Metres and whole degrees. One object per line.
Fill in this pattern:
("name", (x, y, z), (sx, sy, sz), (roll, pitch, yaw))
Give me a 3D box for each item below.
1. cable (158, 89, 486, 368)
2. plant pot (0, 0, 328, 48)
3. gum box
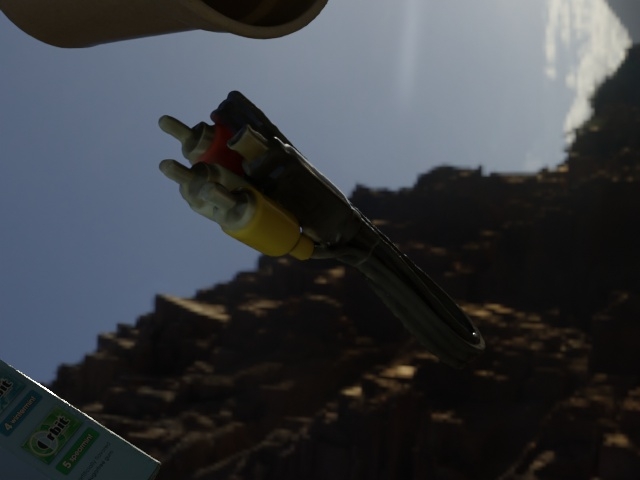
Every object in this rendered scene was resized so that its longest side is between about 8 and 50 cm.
("cable", (0.000, 0.000, 0.802), (0.287, 0.072, 0.139), (42, -169, -38))
("plant pot", (-0.195, -0.345, 1.251), (0.334, 0.306, 0.333), (12, -106, -47))
("gum box", (-0.182, 0.112, 0.584), (0.041, 0.184, 0.157), (-54, -6, -44))
